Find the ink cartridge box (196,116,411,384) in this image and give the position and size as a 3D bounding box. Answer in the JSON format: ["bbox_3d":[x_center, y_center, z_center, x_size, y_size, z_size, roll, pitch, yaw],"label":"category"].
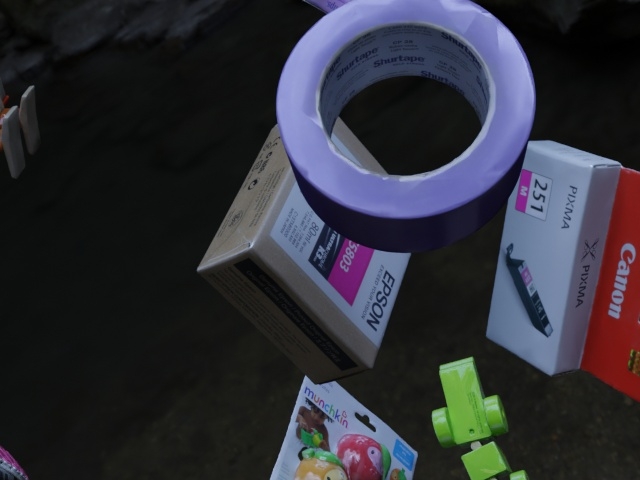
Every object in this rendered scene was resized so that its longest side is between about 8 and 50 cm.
[{"bbox_3d":[0.000,0.000,0.965,0.088,0.193,0.235,-23,33,40],"label":"ink cartridge box"}]

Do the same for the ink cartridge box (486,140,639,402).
[{"bbox_3d":[0.319,0.039,1.103,0.060,0.275,0.239,-5,20,-31],"label":"ink cartridge box"}]

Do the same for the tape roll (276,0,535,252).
[{"bbox_3d":[0.065,-0.091,0.693,0.188,0.080,0.189,-2,70,5],"label":"tape roll"}]

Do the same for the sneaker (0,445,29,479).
[{"bbox_3d":[-0.476,0.318,1.254,0.063,0.170,0.075,31,76,38],"label":"sneaker"}]

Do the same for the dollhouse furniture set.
[{"bbox_3d":[-0.530,-0.160,1.296,0.261,0.135,0.259,1,31,0],"label":"dollhouse furniture set"}]

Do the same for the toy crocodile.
[{"bbox_3d":[0.270,0.358,1.486,0.115,0.105,0.341,-22,66,12],"label":"toy crocodile"}]

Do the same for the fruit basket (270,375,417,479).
[{"bbox_3d":[0.054,0.440,1.609,0.165,0.327,0.353,-22,33,42],"label":"fruit basket"}]

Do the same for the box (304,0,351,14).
[{"bbox_3d":[0.111,-0.390,1.486,0.213,0.243,0.117,44,114,48],"label":"box"}]
